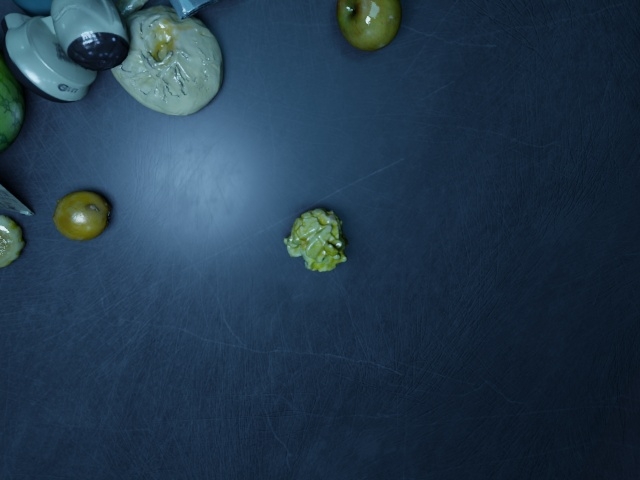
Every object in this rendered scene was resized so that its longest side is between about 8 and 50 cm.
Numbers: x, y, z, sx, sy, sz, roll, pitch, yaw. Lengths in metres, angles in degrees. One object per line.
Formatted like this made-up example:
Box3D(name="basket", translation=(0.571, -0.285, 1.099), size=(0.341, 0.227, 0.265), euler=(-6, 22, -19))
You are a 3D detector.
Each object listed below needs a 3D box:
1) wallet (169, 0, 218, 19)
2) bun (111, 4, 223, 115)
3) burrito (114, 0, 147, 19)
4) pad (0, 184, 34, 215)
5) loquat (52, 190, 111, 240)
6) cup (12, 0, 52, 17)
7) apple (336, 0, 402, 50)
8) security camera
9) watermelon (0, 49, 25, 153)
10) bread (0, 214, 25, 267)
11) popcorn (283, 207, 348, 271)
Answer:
Box3D(name="wallet", translation=(-0.305, -0.724, 1.058), size=(0.290, 0.054, 0.251), euler=(-43, 109, -22))
Box3D(name="bun", translation=(-0.393, -0.465, 1.104), size=(0.286, 0.146, 0.288), euler=(-3, 104, -11))
Box3D(name="burrito", translation=(-0.506, -0.601, 1.104), size=(0.188, 0.058, 0.045), euler=(-42, 130, 1))
Box3D(name="pad", translation=(-0.846, -0.120, 1.059), size=(0.159, 0.265, 0.009), euler=(11, 71, -10))
Box3D(name="loquat", translation=(-0.646, -0.068, 1.157), size=(0.140, 0.141, 0.141), euler=(-2, 103, -9))
Box3D(name="cup", translation=(-0.677, -0.623, 1.008), size=(0.299, 0.173, 0.168), euler=(16, 98, -12))
Box3D(name="apple", translation=(0.134, -0.608, 1.149), size=(0.155, 0.182, 0.183), euler=(-17, 107, -36))
Box3D(name="security camera", translation=(-0.568, -0.464, 0.993), size=(0.277, 0.197, 0.192), euler=(-23, 84, 23))
Box3D(name="watermelon", translation=(-0.862, -0.339, 0.953), size=(0.362, 0.363, 0.364), euler=(-2, 103, -9))
Box3D(name="bread", translation=(-0.861, 0.006, 1.163), size=(0.094, 0.083, 0.157), euler=(6, 103, -13))
Box3D(name="popcorn", translation=(-0.001, 0.000, 1.252), size=(0.167, 0.186, 0.188), euler=(-35, 76, -21))
